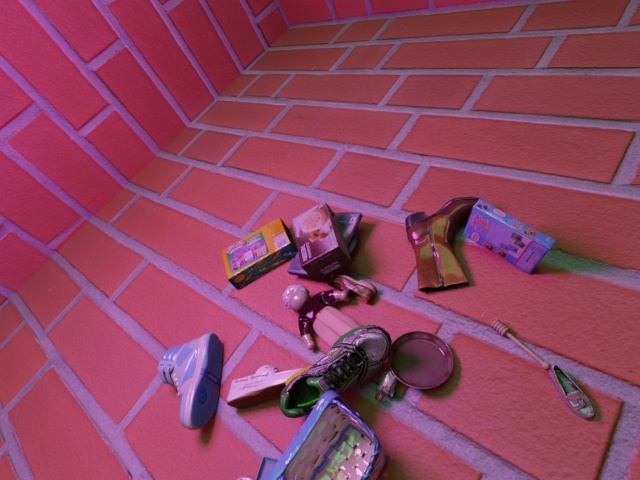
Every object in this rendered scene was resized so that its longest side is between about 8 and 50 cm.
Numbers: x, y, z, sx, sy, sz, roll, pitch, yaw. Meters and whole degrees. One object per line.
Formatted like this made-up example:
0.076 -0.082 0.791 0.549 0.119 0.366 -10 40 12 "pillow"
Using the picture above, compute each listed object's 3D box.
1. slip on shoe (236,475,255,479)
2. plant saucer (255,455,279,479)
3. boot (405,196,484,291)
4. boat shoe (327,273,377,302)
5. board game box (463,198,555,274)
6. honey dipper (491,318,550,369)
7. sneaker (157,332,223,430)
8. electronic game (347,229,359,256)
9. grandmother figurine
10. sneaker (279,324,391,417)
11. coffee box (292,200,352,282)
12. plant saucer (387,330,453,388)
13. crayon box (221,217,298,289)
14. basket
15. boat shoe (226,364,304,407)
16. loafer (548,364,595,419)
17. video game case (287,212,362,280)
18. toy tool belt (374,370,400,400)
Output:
-0.160 0.717 0.929 0.123 0.101 0.331 -29 43 6 "slip on shoe"
-0.138 0.628 0.989 0.067 0.018 0.192 9 27 8 "plant saucer"
0.406 0.008 1.241 0.264 0.096 0.281 -13 51 10 "boot"
0.093 0.156 1.302 0.178 0.064 0.060 13 58 33 "boat shoe"
0.506 -0.009 1.106 0.211 0.160 0.039 35 72 23 "board game box"
0.503 0.260 1.012 0.030 0.030 0.160 -39 46 -7 "honey dipper"
-0.437 0.460 1.290 0.208 0.127 0.319 -17 37 12 "sneaker"
0.036 0.016 1.465 0.229 0.048 0.229 -22 41 21 "electronic game"
0.007 0.236 1.256 0.342 0.104 0.208 28 66 40 "grandmother figurine"
0.044 0.349 1.037 0.343 0.146 0.134 -38 84 -1 "sneaker"
0.000 0.000 1.352 0.141 0.098 0.247 -29 40 14 "coffee box"
0.264 0.319 1.071 0.168 0.029 0.168 -6 43 6 "plant saucer"
-0.238 0.048 1.564 0.278 0.081 0.165 -30 44 3 "crayon box"
0.009 0.490 0.896 0.201 0.289 0.255 27 69 40 "basket"
-0.155 0.412 1.192 0.277 0.098 0.096 -20 46 14 "boat shoe"
0.560 0.338 0.904 0.045 0.039 0.125 -28 44 4 "loafer"
0.016 0.012 1.428 0.196 0.026 0.274 4 55 41 "video game case"
0.181 0.390 1.061 0.051 0.052 0.083 30 69 -5 "toy tool belt"
